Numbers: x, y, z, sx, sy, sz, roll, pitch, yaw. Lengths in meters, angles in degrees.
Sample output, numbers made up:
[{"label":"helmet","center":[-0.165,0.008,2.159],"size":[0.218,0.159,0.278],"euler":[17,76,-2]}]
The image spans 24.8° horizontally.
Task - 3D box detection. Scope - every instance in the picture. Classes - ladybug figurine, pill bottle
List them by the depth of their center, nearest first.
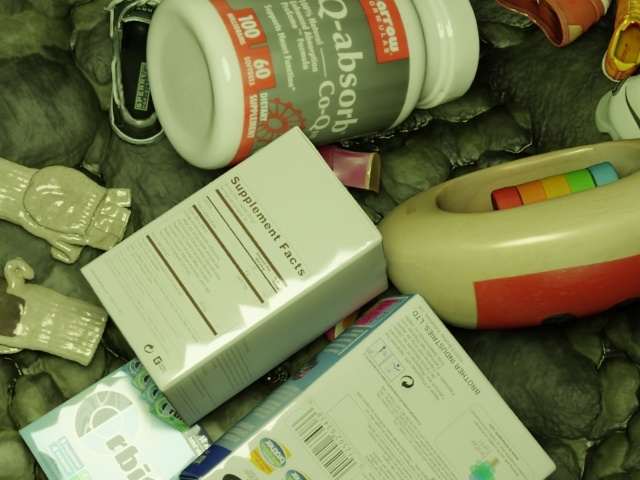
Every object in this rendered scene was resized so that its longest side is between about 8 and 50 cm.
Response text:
[{"label":"ladybug figurine","center":[0.290,-0.005,1.726],"size":[0.449,0.305,0.162],"euler":[-13,106,6]},{"label":"pill bottle","center":[-0.005,-0.219,1.739],"size":[0.363,0.210,0.210],"euler":[-15,78,-29]}]

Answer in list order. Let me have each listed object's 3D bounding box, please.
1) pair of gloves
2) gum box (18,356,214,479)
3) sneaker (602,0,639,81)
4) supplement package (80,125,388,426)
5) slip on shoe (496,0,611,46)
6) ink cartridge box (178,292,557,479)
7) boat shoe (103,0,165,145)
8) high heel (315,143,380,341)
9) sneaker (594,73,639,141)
[{"label":"pair of gloves","center":[-0.344,0.024,1.757],"size":[0.204,0.042,0.240],"euler":[10,74,-1]},{"label":"gum box","center":[-0.235,0.242,1.717],"size":[0.184,0.041,0.157],"euler":[-33,83,-13]},{"label":"sneaker","center":[0.418,-0.293,1.917],"size":[0.064,0.067,0.175],"euler":[13,74,-2]},{"label":"supplement package","center":[-0.090,0.043,1.656],"size":[0.293,0.177,0.175],"euler":[-34,70,-8]},{"label":"slip on shoe","center":[0.222,-0.371,1.889],"size":[0.331,0.123,0.101],"euler":[36,79,-3]},{"label":"ink cartridge box","center":[0.028,0.283,1.669],"size":[0.395,0.151,0.270],"euler":[-40,94,-16]},{"label":"boat shoe","center":[-0.216,-0.276,1.811],"size":[0.113,0.105,0.306],"euler":[10,76,-5]},{"label":"high heel","center":[0.000,0.000,1.801],"size":[0.117,0.082,0.244],"euler":[6,88,22]},{"label":"sneaker","center":[0.510,-0.100,1.845],"size":[0.330,0.146,0.122],"euler":[32,73,0]}]
